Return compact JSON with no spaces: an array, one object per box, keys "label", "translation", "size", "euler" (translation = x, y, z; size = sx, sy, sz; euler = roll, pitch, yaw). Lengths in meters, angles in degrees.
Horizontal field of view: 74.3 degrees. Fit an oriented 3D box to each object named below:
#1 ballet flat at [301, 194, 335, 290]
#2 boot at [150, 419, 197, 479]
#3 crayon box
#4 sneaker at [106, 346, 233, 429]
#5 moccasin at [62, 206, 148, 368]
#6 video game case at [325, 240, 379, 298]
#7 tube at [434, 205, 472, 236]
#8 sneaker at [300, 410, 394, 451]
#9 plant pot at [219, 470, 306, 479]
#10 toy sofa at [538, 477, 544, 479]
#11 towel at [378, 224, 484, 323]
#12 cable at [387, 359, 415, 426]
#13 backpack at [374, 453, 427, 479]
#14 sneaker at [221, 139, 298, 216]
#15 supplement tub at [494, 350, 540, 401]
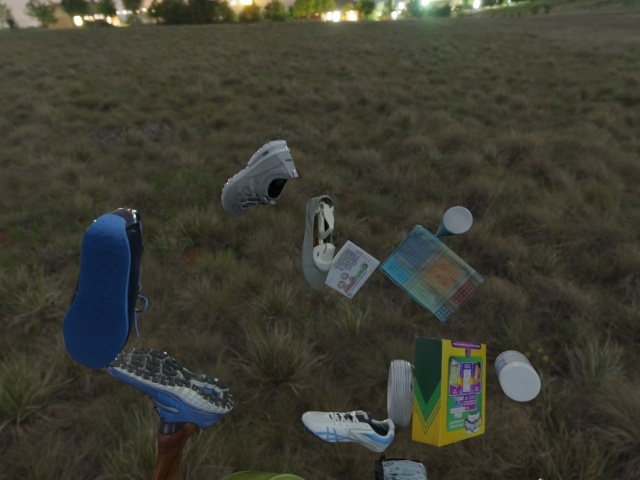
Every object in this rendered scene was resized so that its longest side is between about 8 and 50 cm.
[{"label":"ballet flat","translation":[0.000,0.000,0.915],"size":[0.072,0.213,0.068],"euler":[16,-25,-39]},{"label":"boot","translation":[-0.480,0.720,1.481],"size":[0.096,0.280,0.264],"euler":[10,1,15]},{"label":"crayon box","translation":[0.442,0.497,1.426],"size":[0.106,0.313,0.363],"euler":[-4,-16,41]},{"label":"sneaker","translation":[-0.398,0.396,1.083],"size":[0.330,0.147,0.130],"euler":[34,12,-15]},{"label":"moccasin","translation":[-0.386,0.097,0.804],"size":[0.137,0.342,0.117],"euler":[24,24,-9]},{"label":"video game case","translation":[0.094,0.097,1.363],"size":[0.143,0.157,0.019],"euler":[33,9,-28]},{"label":"tube","translation":[0.281,-0.035,0.891],"size":[0.080,0.052,0.207],"euler":[-28,-8,11]},{"label":"sneaker","translation":[0.066,0.434,1.000],"size":[0.237,0.086,0.085],"euler":[19,7,-18]},{"label":"plant pot","translation":[-0.163,0.853,1.254],"size":[0.366,0.353,0.366],"euler":[19,46,-20]},{"label":"toy sofa","translation":[0.805,0.980,1.364],"size":[0.150,0.177,0.362],"euler":[27,6,-1]},{"label":"towel","translation":[0.476,0.143,1.832],"size":[0.370,0.271,0.040],"euler":[41,10,9]},{"label":"cable","translation":[0.321,0.614,1.710],"size":[0.089,0.257,0.257],"euler":[4,-9,5]},{"label":"backpack","translation":[0.284,0.841,1.485],"size":[0.182,0.152,0.115],"euler":[-3,31,7]},{"label":"sneaker","translation":[-0.162,-0.129,1.081],"size":[0.105,0.281,0.115],"euler":[-19,75,-45]},{"label":"supplement tub","translation":[0.383,0.262,0.828],"size":[0.071,0.071,0.107],"euler":[7,2,17]}]
